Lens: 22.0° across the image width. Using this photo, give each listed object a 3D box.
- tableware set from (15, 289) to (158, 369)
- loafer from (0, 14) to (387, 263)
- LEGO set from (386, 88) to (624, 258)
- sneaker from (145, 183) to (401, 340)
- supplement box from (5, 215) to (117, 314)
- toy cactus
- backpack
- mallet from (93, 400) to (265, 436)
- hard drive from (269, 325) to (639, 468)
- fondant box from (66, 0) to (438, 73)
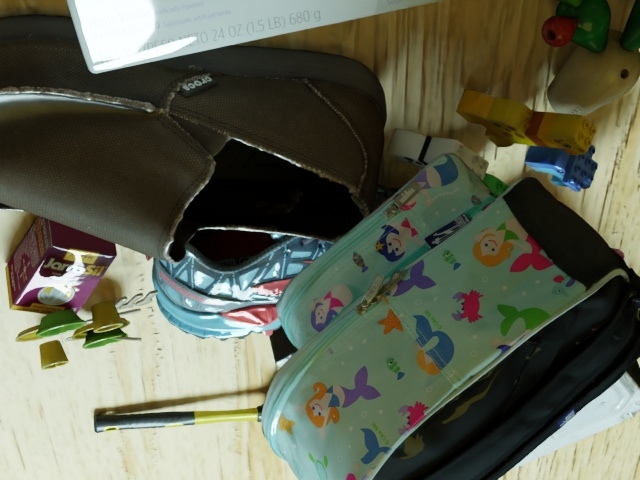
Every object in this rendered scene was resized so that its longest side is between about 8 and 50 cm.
[{"bbox_3d":[-0.184,0.074,1.261,0.104,0.024,0.154,-12,170,-23],"label":"tableware set"},{"bbox_3d":[-0.119,-0.058,1.076,0.366,0.130,0.134,-2,143,-17],"label":"loafer"},{"bbox_3d":[0.163,-0.051,1.198,0.093,0.087,0.227,10,165,46],"label":"LEGO set"},{"bbox_3d":[0.000,0.000,1.222,0.262,0.104,0.125,-13,142,-3],"label":"sneaker"},{"bbox_3d":[-0.194,0.016,1.224,0.055,0.043,0.083,10,137,-30],"label":"supplement box"},{"bbox_3d":[0.227,-0.135,1.135,0.219,0.112,0.180,-1,153,-32],"label":"toy cactus"},{"bbox_3d":[0.079,0.081,1.107,0.253,0.191,0.225,-46,157,-2],"label":"backpack"},{"bbox_3d":[-0.105,0.163,1.467,0.189,0.039,0.062,-6,146,-4],"label":"mallet"},{"bbox_3d":[0.132,0.109,1.451,0.237,0.064,0.339,-25,144,15],"label":"hard drive"},{"bbox_3d":[-0.046,-0.250,0.874,0.238,0.096,0.330,-12,143,-3],"label":"fondant box"}]
